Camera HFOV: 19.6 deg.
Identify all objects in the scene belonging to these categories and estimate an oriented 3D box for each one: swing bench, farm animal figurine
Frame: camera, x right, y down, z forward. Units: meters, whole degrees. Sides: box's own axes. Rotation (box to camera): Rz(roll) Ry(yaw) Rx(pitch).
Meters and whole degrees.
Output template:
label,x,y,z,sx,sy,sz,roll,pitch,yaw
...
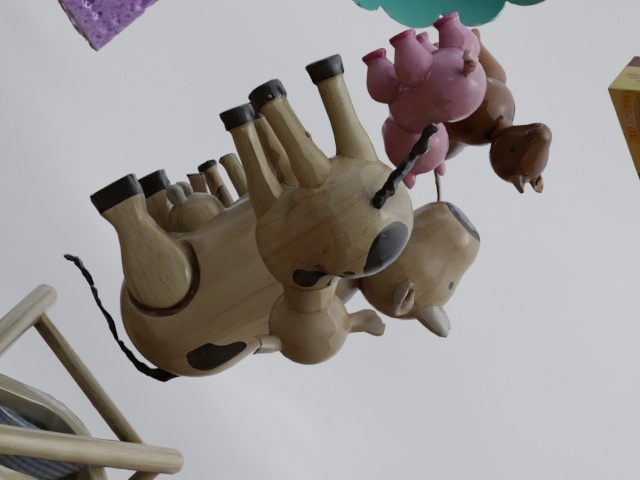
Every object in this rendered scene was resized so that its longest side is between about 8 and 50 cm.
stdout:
label,x,y,z,sx,sy,sz,roll,pitch,yaw
swing bench,-0.272,0.177,1.200,0.165,0.253,0.254,50,21,13
farm animal figurine,0.000,0.000,1.132,0.327,0.330,0.172,-24,-90,27

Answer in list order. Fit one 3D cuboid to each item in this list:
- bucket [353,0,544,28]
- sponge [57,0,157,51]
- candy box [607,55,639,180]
label,x,y,z,sx,sy,sz,roll,pitch,yaw
bucket,0.101,-0.332,1.523,0.281,0.281,0.183,75,-2,-47
sponge,-0.174,-0.251,1.359,0.031,0.117,0.210,43,-11,49
candy box,0.327,-0.067,1.591,0.109,0.053,0.187,12,-43,42
